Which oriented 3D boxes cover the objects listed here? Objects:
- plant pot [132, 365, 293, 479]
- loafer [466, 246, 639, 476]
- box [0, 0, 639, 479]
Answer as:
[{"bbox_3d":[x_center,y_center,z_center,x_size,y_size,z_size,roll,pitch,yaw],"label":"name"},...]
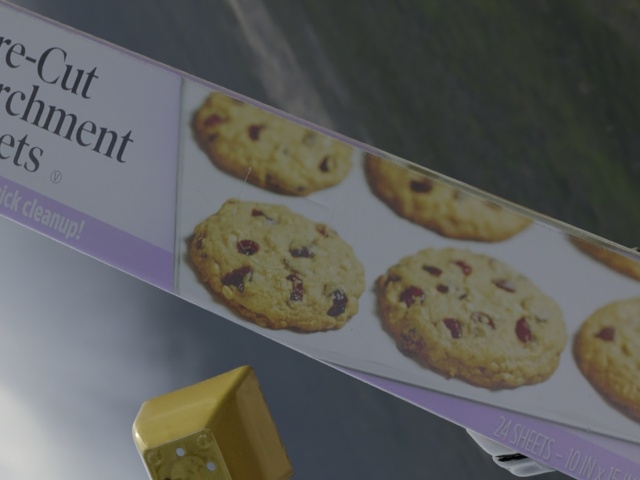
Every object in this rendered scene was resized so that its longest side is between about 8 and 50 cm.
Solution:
[{"bbox_3d":[-0.074,0.138,1.175,0.083,0.081,0.081,-48,-63,-77],"label":"plant pot"},{"bbox_3d":[0.120,0.060,0.936,0.084,0.096,0.267,31,157,-4],"label":"loafer"},{"bbox_3d":[0.000,0.000,0.551,0.324,0.067,0.063,24,-177,23],"label":"box"}]
